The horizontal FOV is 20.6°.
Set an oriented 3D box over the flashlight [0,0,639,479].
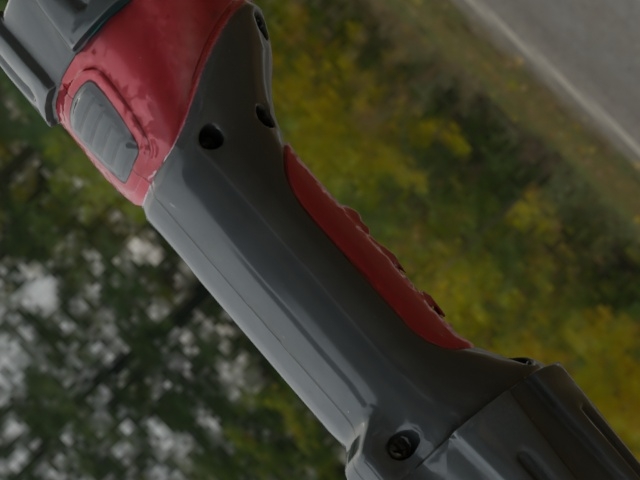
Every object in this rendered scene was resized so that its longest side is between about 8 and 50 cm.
[{"bbox_3d":[0.000,0.000,0.669,0.304,0.103,0.103,47,-175,14],"label":"flashlight"}]
